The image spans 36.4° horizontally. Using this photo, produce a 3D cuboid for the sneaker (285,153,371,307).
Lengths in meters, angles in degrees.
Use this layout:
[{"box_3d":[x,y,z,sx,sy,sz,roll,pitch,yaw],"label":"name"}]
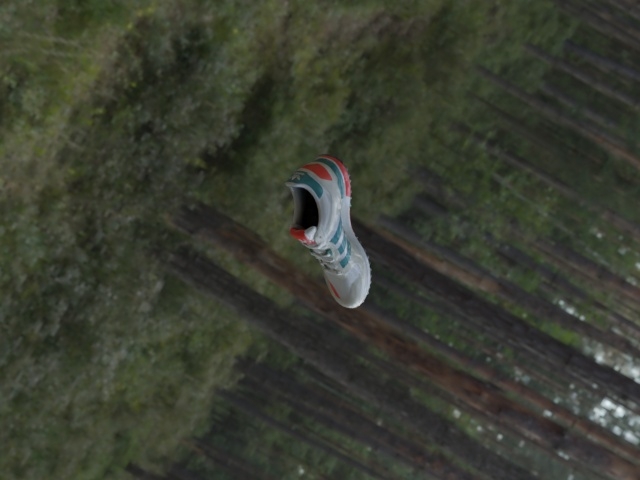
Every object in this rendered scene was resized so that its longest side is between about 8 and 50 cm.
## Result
[{"box_3d":[0.000,0.000,0.967,0.057,0.161,0.075,4,-158,41],"label":"sneaker"}]
